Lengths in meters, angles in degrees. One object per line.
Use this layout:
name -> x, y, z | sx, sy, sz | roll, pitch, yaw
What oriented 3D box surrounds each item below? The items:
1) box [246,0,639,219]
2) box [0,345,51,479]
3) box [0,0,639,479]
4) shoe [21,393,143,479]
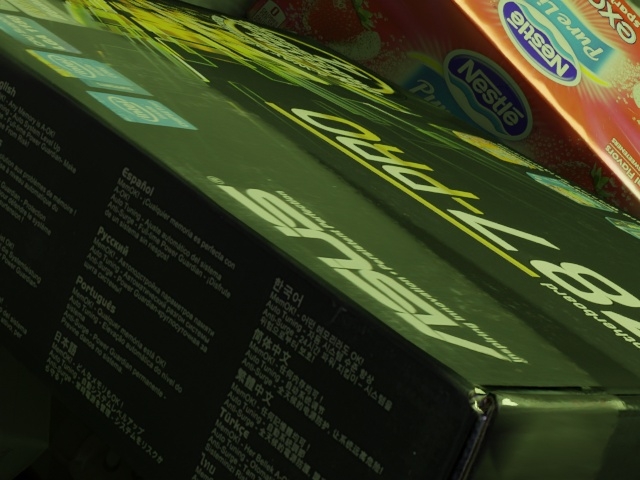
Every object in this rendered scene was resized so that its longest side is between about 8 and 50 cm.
box -> 0.102, -0.097, 0.915 | 0.257, 0.123, 0.128 | 47, 46, -4
box -> -0.165, 0.049, 0.632 | 0.087, 0.102, 0.101 | 19, 52, -30
box -> 0.000, 0.000, 0.612 | 0.318, 0.097, 0.395 | 5, 23, -48
shoe -> -0.050, 0.113, 0.710 | 0.219, 0.058, 0.076 | 38, 46, -13
